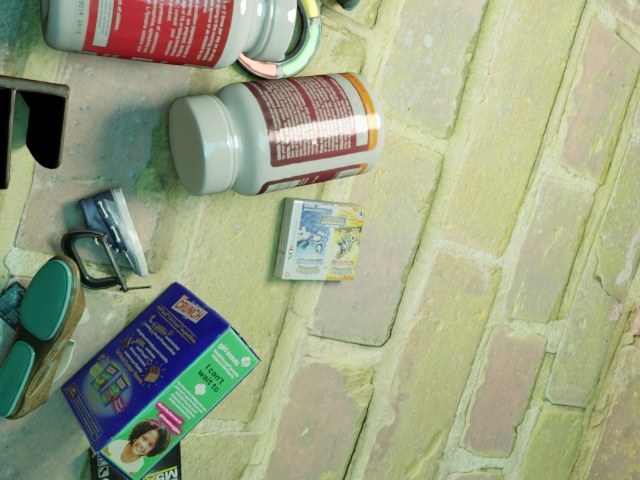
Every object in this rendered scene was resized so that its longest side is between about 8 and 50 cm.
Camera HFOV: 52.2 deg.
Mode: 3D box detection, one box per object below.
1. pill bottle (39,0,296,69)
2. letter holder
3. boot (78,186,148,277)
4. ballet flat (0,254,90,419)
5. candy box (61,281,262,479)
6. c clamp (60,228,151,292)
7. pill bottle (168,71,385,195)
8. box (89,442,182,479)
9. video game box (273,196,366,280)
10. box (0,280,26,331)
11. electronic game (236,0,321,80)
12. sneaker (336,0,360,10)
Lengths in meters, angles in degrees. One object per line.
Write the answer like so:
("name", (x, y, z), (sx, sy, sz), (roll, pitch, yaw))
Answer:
("pill bottle", (-0.261, -0.424, 1.139), (0.408, 0.229, 0.228), (0, 102, -27))
("letter holder", (-0.509, -0.152, 1.025), (0.152, 0.302, 0.214), (2, 101, -33))
("boot", (-0.403, -0.006, 1.280), (0.086, 0.069, 0.189), (-19, 109, -13))
("ballet flat", (-0.504, 0.180, 1.225), (0.124, 0.116, 0.342), (3, 112, -64))
("candy box", (-0.315, 0.260, 1.274), (0.317, 0.268, 0.122), (-45, 125, -14))
("c clamp", (-0.419, 0.040, 1.261), (0.137, 0.022, 0.160), (-13, 121, 12))
("pill bottle", (-0.088, -0.213, 1.320), (0.392, 0.224, 0.223), (-13, 109, -29))
("box", (-0.399, 0.515, 1.423), (0.191, 0.045, 0.184), (-6, 103, -30))
("video game box", (0.000, 0.000, 1.536), (0.205, 0.048, 0.186), (3, 103, -32))
("box", (-0.569, 0.128, 1.231), (0.067, 0.018, 0.083), (-44, 121, -15))
("electronic game", (-0.098, -0.449, 1.357), (0.229, 0.048, 0.229), (-9, 107, -30))
("sneaker", (0.045, -0.661, 1.369), (0.140, 0.125, 0.340), (1, 102, -8))
